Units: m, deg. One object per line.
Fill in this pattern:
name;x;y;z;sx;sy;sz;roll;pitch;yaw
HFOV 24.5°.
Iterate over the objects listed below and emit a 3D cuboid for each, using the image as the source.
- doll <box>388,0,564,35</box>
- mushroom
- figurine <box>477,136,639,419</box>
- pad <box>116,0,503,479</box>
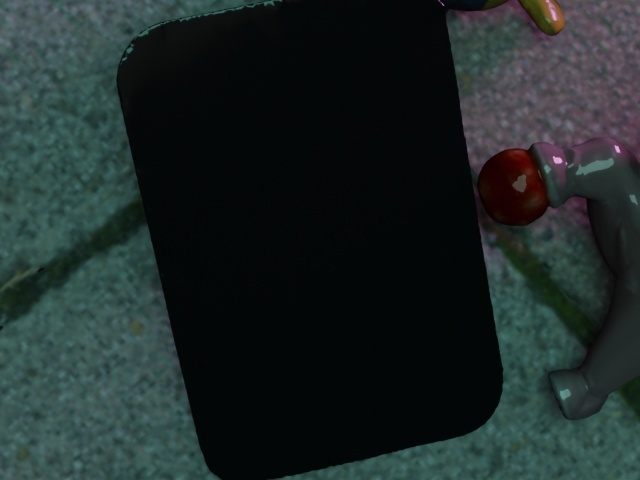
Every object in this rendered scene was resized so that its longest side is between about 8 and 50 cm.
doll;0.055;-0.148;0.828;0.179;0.102;0.089;2;42;-2
mushroom;-0.003;-0.068;0.820;0.084;0.067;0.083;0;93;-5
figurine;0.240;-0.016;0.795;0.288;0.186;0.176;-18;62;9
pad;0.000;0.000;0.801;0.181;0.004;0.267;-12;108;-7
